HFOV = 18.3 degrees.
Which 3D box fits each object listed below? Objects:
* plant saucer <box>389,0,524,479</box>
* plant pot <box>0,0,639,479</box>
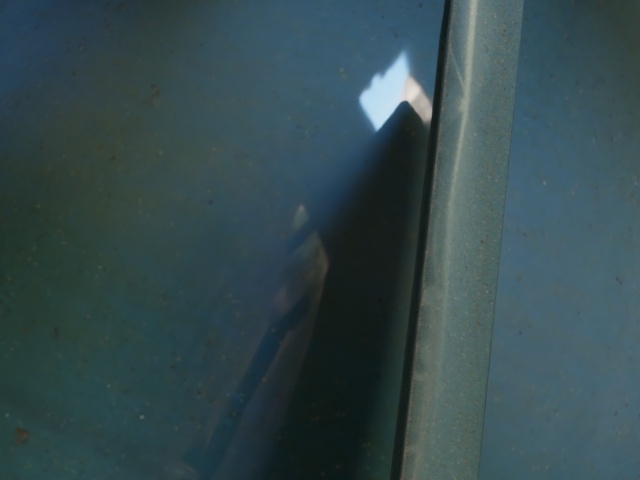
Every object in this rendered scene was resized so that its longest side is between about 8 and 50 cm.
[{"bbox_3d":[0.024,0.036,0.403,0.018,0.192,0.067,8,-16,2],"label":"plant saucer"},{"bbox_3d":[0.000,0.000,0.580,0.255,0.272,0.271,-64,-7,-5],"label":"plant pot"}]
